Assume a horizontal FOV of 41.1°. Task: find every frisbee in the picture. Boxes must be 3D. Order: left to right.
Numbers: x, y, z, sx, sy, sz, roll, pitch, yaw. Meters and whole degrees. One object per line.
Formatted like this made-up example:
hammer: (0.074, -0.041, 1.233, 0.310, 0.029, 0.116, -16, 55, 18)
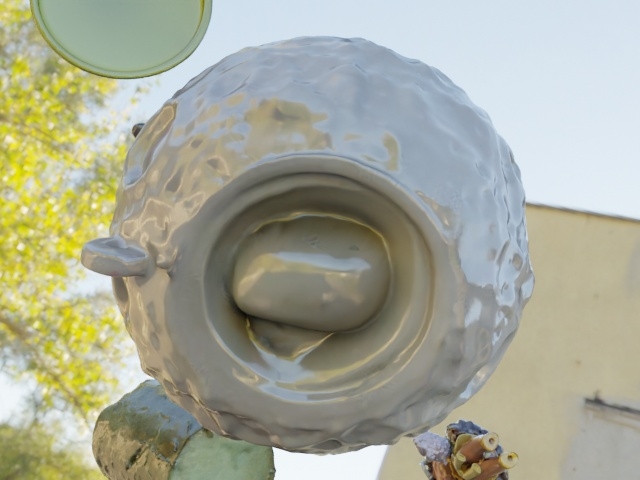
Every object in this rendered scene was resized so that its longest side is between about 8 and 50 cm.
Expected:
frisbee: (-0.258, -0.316, 1.116, 0.236, 0.236, 0.017, 25, -18, -4)

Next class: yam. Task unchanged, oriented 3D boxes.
yam: (-0.230, 0.338, 1.372, 0.300, 0.195, 0.195, 8, -27, 49)

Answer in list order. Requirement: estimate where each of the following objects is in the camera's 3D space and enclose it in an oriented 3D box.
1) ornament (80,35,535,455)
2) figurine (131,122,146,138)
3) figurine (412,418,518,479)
ornament: (0.000, 0.000, 0.698, 0.337, 0.337, 0.337, 19, -24, 9)
figurine: (-0.154, -0.080, 1.289, 0.266, 0.361, 0.378, 13, -6, 46)
figurine: (0.228, 0.340, 1.299, 0.174, 0.116, 0.240, 52, -10, 12)
